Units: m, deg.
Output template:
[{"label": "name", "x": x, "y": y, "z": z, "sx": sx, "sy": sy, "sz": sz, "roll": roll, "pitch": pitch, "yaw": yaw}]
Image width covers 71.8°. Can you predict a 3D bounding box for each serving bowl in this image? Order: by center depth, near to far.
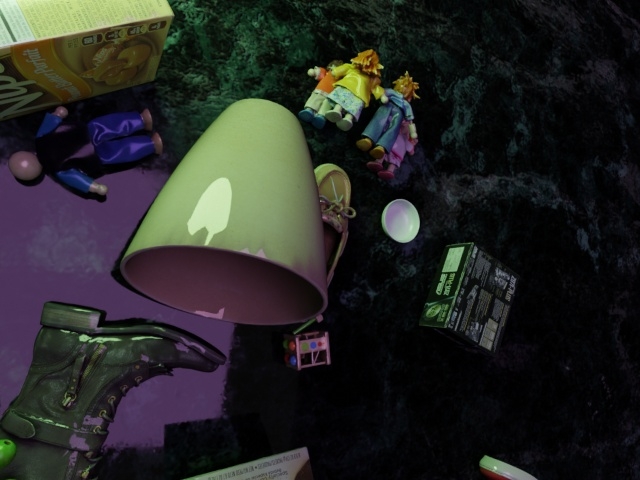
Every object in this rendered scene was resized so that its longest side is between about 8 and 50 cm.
[{"label": "serving bowl", "x": 0.149, "y": -0.036, "z": 0.850, "sx": 0.083, "sy": 0.027, "sz": 0.083, "roll": 4, "pitch": 82, "yaw": -27}]

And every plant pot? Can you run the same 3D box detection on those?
[{"label": "plant pot", "x": -0.105, "y": -0.053, "z": 0.619, "sx": 0.256, "sy": 0.256, "sz": 0.274, "roll": 20, "pitch": 59, "yaw": -24}]

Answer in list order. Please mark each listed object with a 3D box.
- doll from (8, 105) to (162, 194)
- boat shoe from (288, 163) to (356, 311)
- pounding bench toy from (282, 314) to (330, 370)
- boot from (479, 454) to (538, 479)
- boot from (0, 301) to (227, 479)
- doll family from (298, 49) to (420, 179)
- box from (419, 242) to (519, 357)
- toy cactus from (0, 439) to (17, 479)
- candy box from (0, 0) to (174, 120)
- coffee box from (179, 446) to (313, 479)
[{"label": "doll", "x": -0.318, "y": -0.122, "z": 0.605, "sx": 0.189, "sy": 0.046, "sz": 0.129, "roll": -23, "pitch": 94, "yaw": -28}, {"label": "boat shoe", "x": 0.000, "y": 0.000, "z": 0.732, "sx": 0.104, "sy": 0.089, "sz": 0.285, "roll": 22, "pitch": 74, "yaw": -23}, {"label": "pounding bench toy", "x": -0.027, "y": 0.162, "z": 0.721, "sx": 0.065, "sy": 0.052, "sz": 0.083, "roll": -2, "pitch": 85, "yaw": -27}, {"label": "boot", "x": 0.375, "y": 0.551, "z": 0.871, "sx": 0.244, "sy": 0.088, "sz": 0.176, "roll": 43, "pitch": 69, "yaw": -21}, {"label": "boot", "x": -0.272, "y": 0.212, "z": 0.565, "sx": 0.262, "sy": 0.091, "sz": 0.229, "roll": 14, "pitch": 78, "yaw": -7}, {"label": "doll family", "x": 0.102, "y": -0.242, "z": 0.797, "sx": 0.263, "sy": 0.118, "sz": 0.163, "roll": 34, "pitch": 70, "yaw": -20}, {"label": "box", "x": 0.299, "y": 0.118, "z": 0.882, "sx": 0.147, "sy": 0.077, "sz": 0.180, "roll": 30, "pitch": 72, "yaw": -21}, {"label": "toy cactus", "x": -0.392, "y": 0.262, "z": 0.427, "sx": 0.180, "sy": 0.219, "sz": 0.112, "roll": -37, "pitch": 145, "yaw": -41}, {"label": "candy box", "x": -0.351, "y": -0.224, "z": 0.522, "sx": 0.316, "sy": 0.183, "sz": 0.088, "roll": -29, "pitch": 97, "yaw": -27}, {"label": "coffee box", "x": -0.078, "y": 0.445, "z": 0.561, "sx": 0.168, "sy": 0.119, "sz": 0.297, "roll": 2, "pitch": 62, "yaw": -35}]
